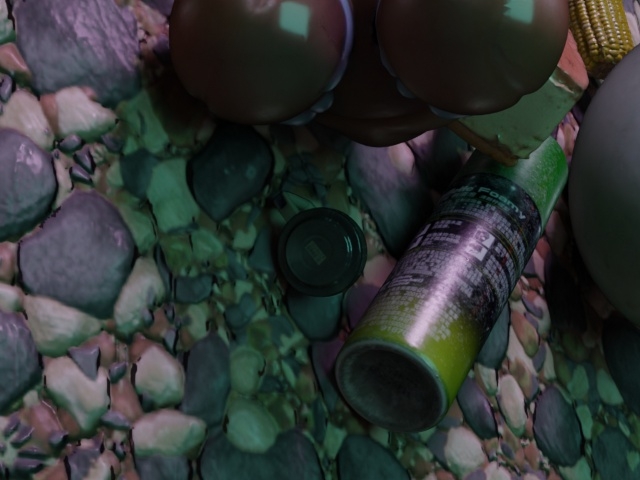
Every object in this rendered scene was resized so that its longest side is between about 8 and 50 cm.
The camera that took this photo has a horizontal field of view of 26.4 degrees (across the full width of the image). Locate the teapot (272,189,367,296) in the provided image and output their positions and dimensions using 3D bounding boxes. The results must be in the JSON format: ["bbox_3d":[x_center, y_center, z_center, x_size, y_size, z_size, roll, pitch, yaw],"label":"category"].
[{"bbox_3d":[0.000,0.000,1.015,0.088,0.066,0.057,52,16,12],"label":"teapot"}]

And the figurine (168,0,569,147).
[{"bbox_3d":[0.056,-0.239,1.039,0.248,0.277,0.388,58,33,-60],"label":"figurine"}]

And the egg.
[{"bbox_3d":[0.383,-0.067,1.322,0.276,0.276,0.389,49,41,-26],"label":"egg"}]

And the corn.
[{"bbox_3d":[0.294,-0.256,1.467,0.085,0.063,0.165,8,67,-39],"label":"corn"}]

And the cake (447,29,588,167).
[{"bbox_3d":[0.172,-0.147,1.180,0.090,0.109,0.225,37,25,-4],"label":"cake"}]

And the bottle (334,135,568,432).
[{"bbox_3d":[0.118,0.018,1.114,0.093,0.093,0.330,56,41,-17],"label":"bottle"}]
